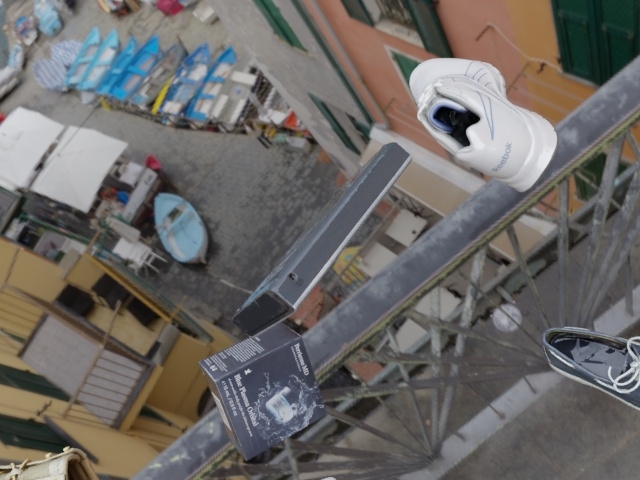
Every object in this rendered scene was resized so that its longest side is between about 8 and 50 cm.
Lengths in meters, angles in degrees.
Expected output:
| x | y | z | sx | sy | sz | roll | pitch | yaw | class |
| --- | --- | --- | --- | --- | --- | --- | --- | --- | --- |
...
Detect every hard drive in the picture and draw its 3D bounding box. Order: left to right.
| x | y | z | sx | sy | sz | roll | pitch | yaw | class |
| --- | --- | --- | --- | --- | --- | --- | --- | --- | --- |
| 0.000 | 0.000 | 0.420 | 0.022 | 0.094 | 0.135 | 41 | 62 | -5 | hard drive |

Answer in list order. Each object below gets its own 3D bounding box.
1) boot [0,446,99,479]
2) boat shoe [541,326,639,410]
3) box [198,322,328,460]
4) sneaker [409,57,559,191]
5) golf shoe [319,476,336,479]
| x | y | z | sx | sy | sz | roll | pitch | yaw | class |
| --- | --- | --- | --- | --- | --- | --- | --- | --- | --- |
| -0.439 | 0.326 | 0.873 | 0.204 | 0.261 | 0.095 | -23 | 24 | 10 | boot |
| 0.456 | 0.187 | 0.946 | 0.255 | 0.079 | 0.095 | 22 | 73 | 40 | boat shoe |
| -0.093 | 0.244 | 1.046 | 0.158 | 0.155 | 0.093 | -25 | 19 | -22 | box |
| 0.182 | -0.176 | 0.823 | 0.111 | 0.129 | 0.297 | -66 | 29 | 24 | sneaker |
| -0.058 | 0.413 | 0.993 | 0.186 | 0.067 | 0.086 | -23 | 43 | -17 | golf shoe |
